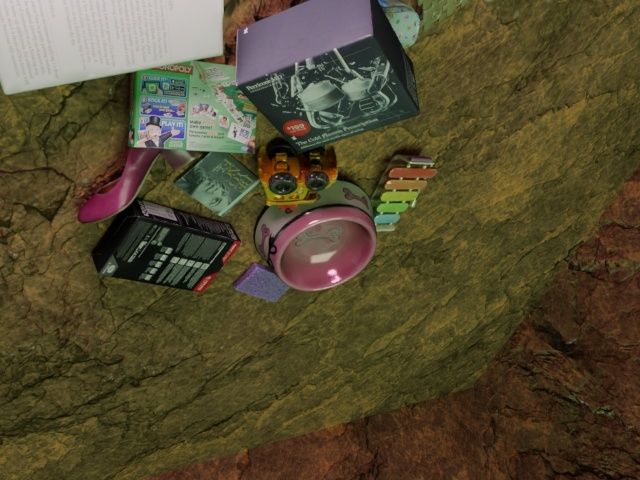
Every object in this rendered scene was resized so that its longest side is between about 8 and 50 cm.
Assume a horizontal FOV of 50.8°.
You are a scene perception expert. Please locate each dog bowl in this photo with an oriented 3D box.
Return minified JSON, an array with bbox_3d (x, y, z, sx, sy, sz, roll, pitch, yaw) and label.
[{"bbox_3d":[0.000,0.000,2.166,0.408,0.150,0.408,-13,139,-12],"label":"dog bowl"}]

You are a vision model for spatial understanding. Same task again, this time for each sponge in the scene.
[{"bbox_3d":[-0.194,0.148,2.343,0.117,0.031,0.210,-45,142,17],"label":"sponge"}]

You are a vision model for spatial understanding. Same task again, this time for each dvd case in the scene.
[{"bbox_3d":[-0.289,-0.166,1.918,0.164,0.018,0.221,-40,144,9],"label":"dvd case"}]

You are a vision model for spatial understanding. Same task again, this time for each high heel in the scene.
[{"bbox_3d":[-0.500,-0.194,1.691,0.377,0.127,0.181,-33,116,8],"label":"high heel"}]

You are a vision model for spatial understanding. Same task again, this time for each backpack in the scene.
[{"bbox_3d":[0.161,-0.549,1.727,0.182,0.115,0.152,-15,138,-26],"label":"backpack"}]

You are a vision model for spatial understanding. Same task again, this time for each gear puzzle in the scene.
[{"bbox_3d":[0.302,-0.690,1.696,0.175,0.044,0.339,-36,153,-8],"label":"gear puzzle"}]

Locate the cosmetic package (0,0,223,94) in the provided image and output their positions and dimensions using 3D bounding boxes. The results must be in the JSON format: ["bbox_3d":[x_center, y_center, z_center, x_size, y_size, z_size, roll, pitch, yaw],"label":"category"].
[{"bbox_3d":[-0.432,-0.467,1.339,0.453,0.161,0.230,-16,141,-21],"label":"cosmetic package"}]

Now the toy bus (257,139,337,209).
[{"bbox_3d":[-0.064,-0.169,1.942,0.220,0.149,0.211,-3,145,-2],"label":"toy bus"}]

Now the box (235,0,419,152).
[{"bbox_3d":[0.021,-0.401,1.615,0.343,0.178,0.312,-15,149,22],"label":"box"}]

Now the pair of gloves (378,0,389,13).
[{"bbox_3d":[0.066,-0.552,1.633,0.198,0.159,0.023,-52,-173,48],"label":"pair of gloves"}]

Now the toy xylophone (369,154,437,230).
[{"bbox_3d":[0.281,-0.172,2.281,0.236,0.081,0.322,-9,138,-30],"label":"toy xylophone"}]

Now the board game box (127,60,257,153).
[{"bbox_3d":[-0.298,-0.322,1.617,0.317,0.046,0.213,-1,100,-35],"label":"board game box"}]

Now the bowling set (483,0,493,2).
[{"bbox_3d":[0.507,-0.741,1.747,0.154,0.287,0.199,-26,101,-21],"label":"bowling set"}]

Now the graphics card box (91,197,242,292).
[{"bbox_3d":[-0.441,0.024,1.961,0.371,0.094,0.233,15,124,-47],"label":"graphics card box"}]
